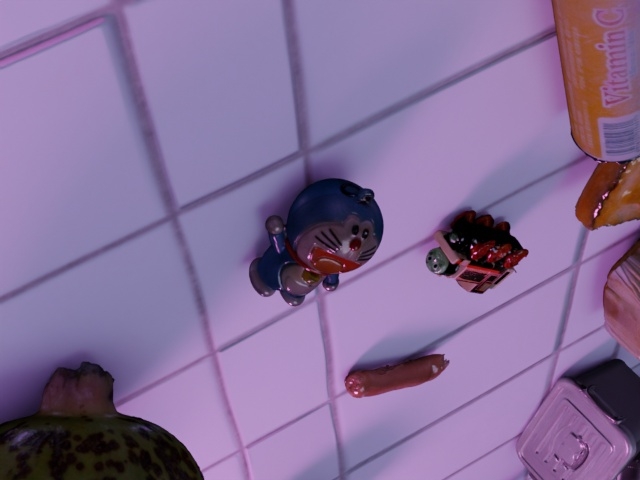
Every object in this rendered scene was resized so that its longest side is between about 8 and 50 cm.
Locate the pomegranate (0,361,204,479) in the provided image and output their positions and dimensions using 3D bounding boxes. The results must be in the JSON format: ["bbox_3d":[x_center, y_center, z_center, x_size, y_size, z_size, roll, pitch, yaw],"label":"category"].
[{"bbox_3d":[-0.220,0.247,1.058,0.254,0.270,0.254,3,169,1],"label":"pomegranate"}]

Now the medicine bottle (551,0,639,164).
[{"bbox_3d":[0.240,-0.202,0.995,0.108,0.108,0.426,-34,152,-2],"label":"medicine bottle"}]

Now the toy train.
[{"bbox_3d":[0.167,0.015,1.280,0.087,0.050,0.138,-45,149,23],"label":"toy train"}]

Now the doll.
[{"bbox_3d":[0.000,0.000,1.060,0.114,0.085,0.152,21,132,-34],"label":"doll"}]

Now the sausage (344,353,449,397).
[{"bbox_3d":[0.094,0.166,1.434,0.158,0.036,0.042,-8,175,-38],"label":"sausage"}]

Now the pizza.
[{"bbox_3d":[0.422,-0.134,1.286,0.223,0.089,0.323,8,131,-42],"label":"pizza"}]

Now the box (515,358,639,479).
[{"bbox_3d":[0.439,0.308,1.876,0.135,0.163,0.243,-24,148,-36],"label":"box"}]

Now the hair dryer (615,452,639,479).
[{"bbox_3d":[0.449,0.419,2.013,0.155,0.284,0.320,64,47,-72],"label":"hair dryer"}]

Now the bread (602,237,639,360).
[{"bbox_3d":[0.477,0.052,1.585,0.192,0.110,0.210,-37,151,-8],"label":"bread"}]
